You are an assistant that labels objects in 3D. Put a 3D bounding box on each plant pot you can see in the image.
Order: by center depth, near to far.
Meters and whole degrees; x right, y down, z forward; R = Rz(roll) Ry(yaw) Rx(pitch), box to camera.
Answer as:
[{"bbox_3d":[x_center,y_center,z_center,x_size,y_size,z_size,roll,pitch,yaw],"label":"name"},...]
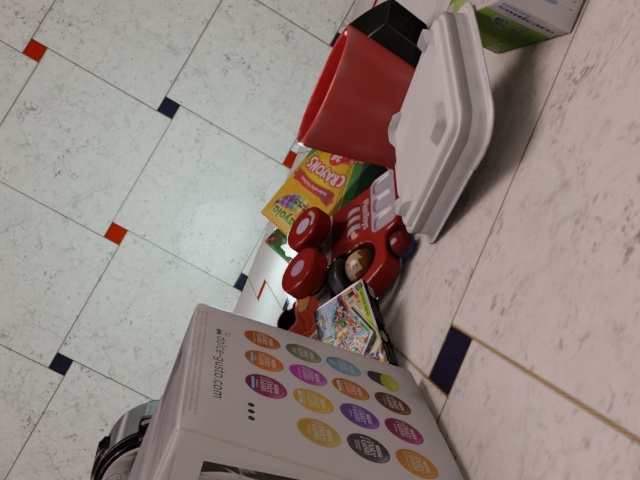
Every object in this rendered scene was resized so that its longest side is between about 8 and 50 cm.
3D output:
[{"bbox_3d":[0.111,-0.279,1.521,0.275,0.243,0.274,-157,90,-79],"label":"plant pot"},{"bbox_3d":[0.176,-0.516,1.890,0.167,0.188,0.187,-41,27,43],"label":"plant pot"}]

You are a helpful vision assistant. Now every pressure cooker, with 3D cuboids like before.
[{"bbox_3d":[-0.484,0.700,2.147,0.375,0.370,0.420,-43,13,0],"label":"pressure cooker"}]

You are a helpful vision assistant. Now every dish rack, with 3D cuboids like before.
[{"bbox_3d":[0.178,-0.183,1.167,0.332,0.072,0.285,105,165,-57],"label":"dish rack"}]

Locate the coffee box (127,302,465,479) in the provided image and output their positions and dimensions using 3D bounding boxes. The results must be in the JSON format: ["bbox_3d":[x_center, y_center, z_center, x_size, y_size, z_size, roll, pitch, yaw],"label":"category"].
[{"bbox_3d":[-0.060,0.329,0.887,0.337,0.334,0.338,-109,41,-73],"label":"coffee box"}]

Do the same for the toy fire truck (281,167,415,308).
[{"bbox_3d":[0.073,0.017,1.384,0.254,0.169,0.302,-39,29,30],"label":"toy fire truck"}]

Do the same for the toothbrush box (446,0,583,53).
[{"bbox_3d":[0.320,-0.426,1.129,0.283,0.122,0.206,-134,66,-77],"label":"toothbrush box"}]

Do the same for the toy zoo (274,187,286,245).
[{"bbox_3d":[-0.028,-0.104,2.123,0.293,0.030,0.192,-17,60,46],"label":"toy zoo"}]

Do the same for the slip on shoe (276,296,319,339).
[{"bbox_3d":[-0.062,0.213,1.766,0.331,0.101,0.123,125,161,-55],"label":"slip on shoe"}]

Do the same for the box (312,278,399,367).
[{"bbox_3d":[0.057,0.171,1.185,0.114,0.036,0.207,-36,38,17],"label":"box"}]

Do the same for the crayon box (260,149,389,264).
[{"bbox_3d":[-0.007,-0.091,1.704,0.318,0.081,0.202,-51,43,0],"label":"crayon box"}]
